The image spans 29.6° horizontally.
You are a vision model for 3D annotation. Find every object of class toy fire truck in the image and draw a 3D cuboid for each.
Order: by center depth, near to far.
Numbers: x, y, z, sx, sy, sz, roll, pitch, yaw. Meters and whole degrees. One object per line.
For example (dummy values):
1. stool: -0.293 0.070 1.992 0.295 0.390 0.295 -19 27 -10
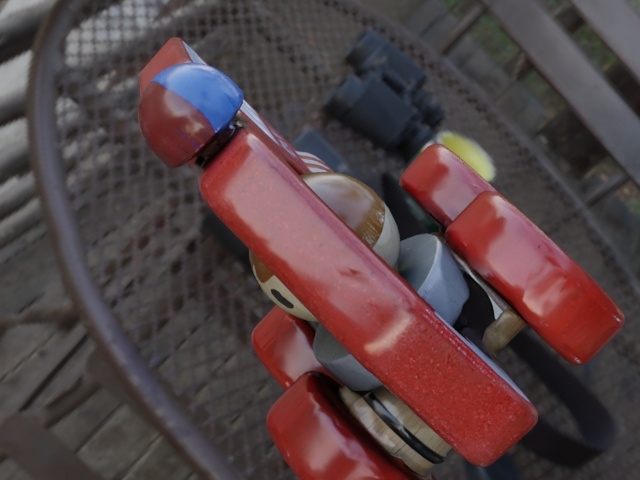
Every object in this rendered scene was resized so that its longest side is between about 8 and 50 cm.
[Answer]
1. toy fire truck: 0.000 0.000 0.648 0.254 0.169 0.302 42 6 -15
